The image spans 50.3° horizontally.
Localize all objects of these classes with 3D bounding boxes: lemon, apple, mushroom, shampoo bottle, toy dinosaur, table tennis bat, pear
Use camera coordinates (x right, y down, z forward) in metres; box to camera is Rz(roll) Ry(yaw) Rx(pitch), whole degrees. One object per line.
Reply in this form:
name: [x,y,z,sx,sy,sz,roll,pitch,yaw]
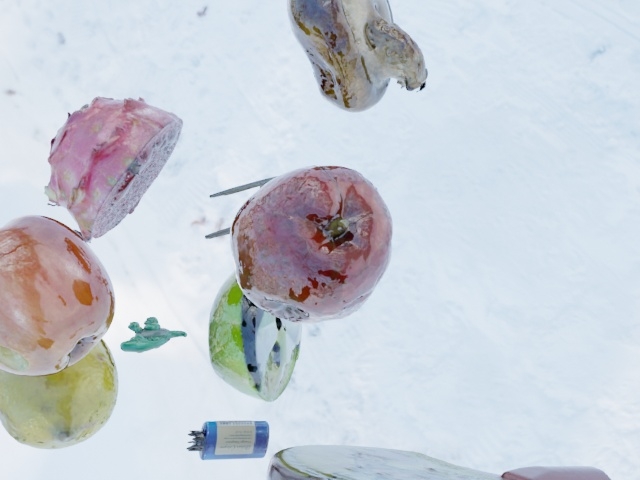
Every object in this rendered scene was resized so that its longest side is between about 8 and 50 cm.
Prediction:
lemon: [-0.557,0.302,1.433,0.258,0.257,0.310,-55,47,13]
apple: [-0.458,0.094,1.095,0.242,0.242,0.241,-42,97,21]
mushroom: [0.089,-0.465,1.498,0.259,0.345,0.346,-5,77,30]
shampoo bottle: [-0.205,0.442,1.511,0.050,0.182,0.087,18,100,64]
toy dinosaur: [-0.323,0.189,1.314,0.096,0.132,0.059,22,114,61]
table tennis bat: [0.140,0.235,0.637,0.268,0.414,0.051,-3,76,54]
pear: [-0.181,0.218,1.774,0.165,0.399,0.399,0,80,15]

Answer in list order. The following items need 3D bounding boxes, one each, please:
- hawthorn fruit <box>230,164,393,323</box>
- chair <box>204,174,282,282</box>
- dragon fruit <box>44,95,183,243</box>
hawthorn fruit: [-0.009,0.004,1.043,0.262,0.258,0.258,-44,59,35]
chair: [-0.105,-0.044,1.574,0.272,0.166,0.188,-20,38,13]
dragon fruit: [-0.524,-0.201,1.671,0.249,0.371,0.386,36,76,-2]
